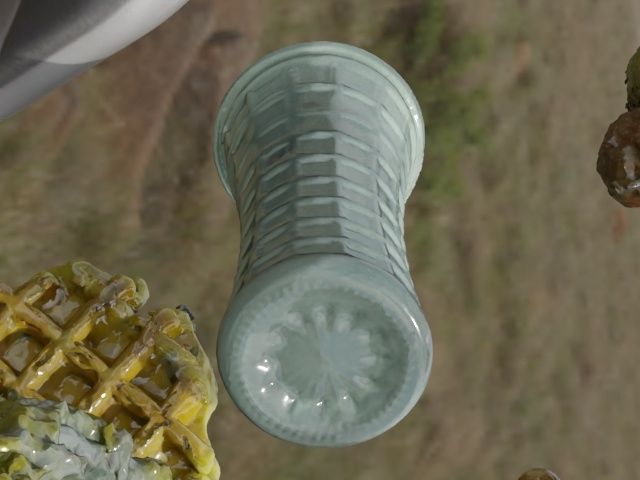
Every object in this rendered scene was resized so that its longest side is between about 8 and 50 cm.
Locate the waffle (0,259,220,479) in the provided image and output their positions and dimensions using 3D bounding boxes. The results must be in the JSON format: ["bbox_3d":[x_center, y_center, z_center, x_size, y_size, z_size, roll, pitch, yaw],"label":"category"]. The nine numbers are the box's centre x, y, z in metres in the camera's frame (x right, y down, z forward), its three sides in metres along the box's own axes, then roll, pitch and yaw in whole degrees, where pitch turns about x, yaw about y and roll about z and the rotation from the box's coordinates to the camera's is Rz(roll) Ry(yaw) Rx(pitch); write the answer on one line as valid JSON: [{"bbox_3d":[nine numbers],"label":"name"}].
[{"bbox_3d":[-0.278,0.203,1.683,0.095,0.379,0.382,89,-10,-69],"label":"waffle"}]

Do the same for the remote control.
[{"bbox_3d":[-0.162,-0.185,1.203,0.103,0.332,0.221,43,41,-29],"label":"remote control"}]

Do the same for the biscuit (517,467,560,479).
[{"bbox_3d":[0.178,0.290,1.623,0.036,0.225,0.166,42,41,-62],"label":"biscuit"}]

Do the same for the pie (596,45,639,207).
[{"bbox_3d":[0.475,-0.105,1.601,0.418,0.395,0.180,22,49,-51],"label":"pie"}]

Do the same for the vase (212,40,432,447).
[{"bbox_3d":[0.000,0.000,1.055,0.299,0.143,0.143,-90,167,-64],"label":"vase"}]

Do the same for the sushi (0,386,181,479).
[{"bbox_3d":[-0.278,0.300,1.341,0.351,0.240,0.396,9,92,-64],"label":"sushi"}]
